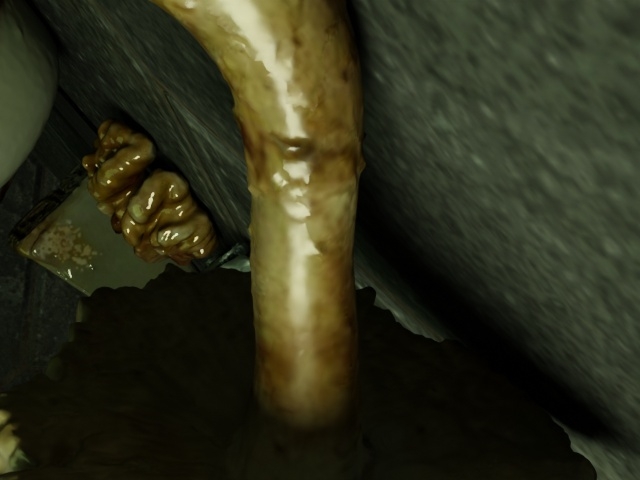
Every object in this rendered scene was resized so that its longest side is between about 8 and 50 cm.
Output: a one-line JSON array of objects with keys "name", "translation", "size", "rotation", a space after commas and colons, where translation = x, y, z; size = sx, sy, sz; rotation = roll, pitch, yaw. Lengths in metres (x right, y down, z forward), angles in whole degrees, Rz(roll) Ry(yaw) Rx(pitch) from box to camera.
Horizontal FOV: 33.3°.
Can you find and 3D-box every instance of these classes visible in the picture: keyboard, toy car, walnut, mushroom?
[{"name": "keyboard", "translation": [-0.307, -0.171, 1.188], "size": [0.309, 0.018, 0.101], "rotation": [48, 170, 12]}, {"name": "toy car", "translation": [-0.060, 0.054, 0.872], "size": [0.095, 0.056, 0.205], "rotation": [51, 170, -5]}, {"name": "walnut", "translation": [-0.151, -0.030, 0.919], "size": [0.143, 0.069, 0.170], "rotation": [50, 166, 7]}, {"name": "mushroom", "translation": [-0.005, 0.032, 0.351], "size": [0.233, 0.208, 0.301], "rotation": [7, 148, 5]}]

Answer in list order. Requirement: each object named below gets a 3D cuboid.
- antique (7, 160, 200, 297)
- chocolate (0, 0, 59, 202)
[{"name": "antique", "translation": [-0.225, 0.043, 1.310], "size": [0.284, 0.150, 0.125], "rotation": [46, 171, -23]}, {"name": "chocolate", "translation": [-0.336, -0.134, 0.888], "size": [0.283, 0.283, 0.186], "rotation": [41, -176, 39]}]
